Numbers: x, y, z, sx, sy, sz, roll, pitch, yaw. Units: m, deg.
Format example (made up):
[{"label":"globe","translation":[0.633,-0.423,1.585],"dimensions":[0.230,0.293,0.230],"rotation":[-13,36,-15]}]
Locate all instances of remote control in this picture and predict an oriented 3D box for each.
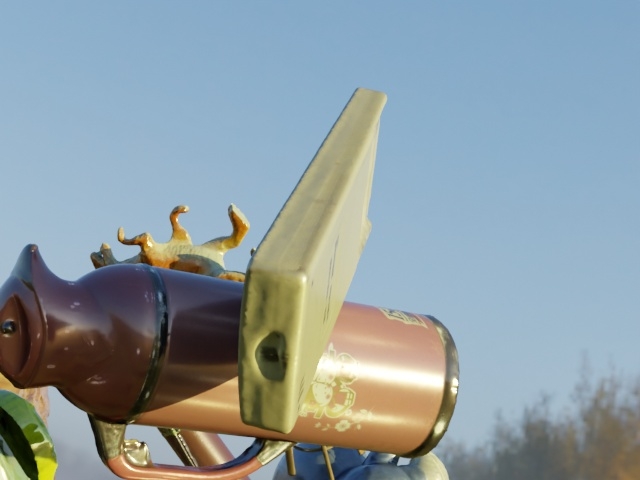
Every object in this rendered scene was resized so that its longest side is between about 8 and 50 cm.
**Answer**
[{"label":"remote control","translation":[0.000,0.000,0.900],"dimensions":[0.038,0.285,0.123],"rotation":[10,-58,8]}]

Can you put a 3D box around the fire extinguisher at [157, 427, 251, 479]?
[{"label":"fire extinguisher","translation":[-0.096,0.211,1.245],"dimensions":[0.158,0.043,0.064],"rotation":[54,11,-6]}]

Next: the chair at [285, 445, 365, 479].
[{"label":"chair","translation":[-0.014,0.204,1.677],"dimensions":[0.095,0.104,0.221],"rotation":[0,-63,20]}]

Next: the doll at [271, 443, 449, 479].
[{"label":"doll","translation":[0.037,0.356,1.783],"dimensions":[0.154,0.228,0.258],"rotation":[12,-6,-32]}]

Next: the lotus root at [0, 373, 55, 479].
[{"label":"lotus root","translation":[-0.448,0.257,1.700],"dimensions":[0.250,0.316,0.316],"rotation":[-7,-22,18]}]

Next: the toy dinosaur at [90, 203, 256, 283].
[{"label":"toy dinosaur","translation":[-0.105,0.048,1.238],"dimensions":[0.212,0.142,0.057],"rotation":[48,14,9]}]

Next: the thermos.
[{"label":"thermos","translation":[-0.075,0.091,0.948],"dimensions":[0.330,0.109,0.136],"rotation":[12,-57,-28]}]

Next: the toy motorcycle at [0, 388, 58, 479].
[{"label":"toy motorcycle","translation":[-0.392,0.140,1.157],"dimensions":[0.191,0.326,0.200],"rotation":[-27,-14,-37]}]
